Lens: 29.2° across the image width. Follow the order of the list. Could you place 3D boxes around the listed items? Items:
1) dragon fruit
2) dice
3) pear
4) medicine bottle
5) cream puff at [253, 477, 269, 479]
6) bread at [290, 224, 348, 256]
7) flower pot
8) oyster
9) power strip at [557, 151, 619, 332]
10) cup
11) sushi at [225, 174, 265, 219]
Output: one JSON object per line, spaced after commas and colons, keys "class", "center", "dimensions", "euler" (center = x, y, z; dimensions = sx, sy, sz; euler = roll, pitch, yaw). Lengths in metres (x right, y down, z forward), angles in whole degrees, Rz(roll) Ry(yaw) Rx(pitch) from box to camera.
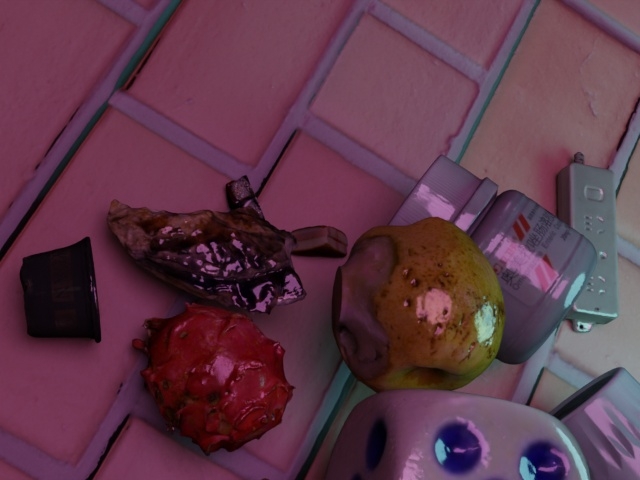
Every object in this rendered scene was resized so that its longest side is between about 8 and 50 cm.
{"class": "dragon fruit", "center": [-0.163, 0.188, 1.810], "dimensions": [0.268, 0.210, 0.205], "euler": [31, 23, 27]}
{"class": "dice", "center": [0.184, 0.390, 1.736], "dimensions": [0.304, 0.277, 0.304], "euler": [16, 66, -18]}
{"class": "pear", "center": [0.140, 0.096, 1.793], "dimensions": [0.271, 0.271, 0.271], "euler": [7, 69, -18]}
{"class": "medicine bottle", "center": [0.261, 0.027, 1.990], "dimensions": [0.306, 0.245, 0.245], "euler": [35, 63, 5]}
{"class": "cream puff", "center": [-0.086, 0.430, 1.790], "dimensions": [0.150, 0.115, 0.165], "euler": [2, 80, -12]}
{"class": "bread", "center": [0.000, 0.000, 2.008], "dimensions": [0.109, 0.062, 0.043], "euler": [2, 71, -16]}
{"class": "flower pot", "center": [-0.380, 0.078, 1.797], "dimensions": [0.107, 0.157, 0.157], "euler": [-7, 73, -11]}
{"class": "oyster", "center": [-0.163, 0.005, 1.879], "dimensions": [0.271, 0.100, 0.275], "euler": [-9, 38, -37]}
{"class": "power strip", "center": [0.472, -0.004, 2.182], "dimensions": [0.098, 0.058, 0.338], "euler": [9, 68, -16]}
{"class": "cup", "center": [0.515, 0.403, 1.943], "dimensions": [0.253, 0.253, 0.371], "euler": [-34, 84, -27]}
{"class": "sushi", "center": [-0.126, -0.061, 2.002], "dimensions": [0.046, 0.044, 0.083], "euler": [-23, 78, -4]}
